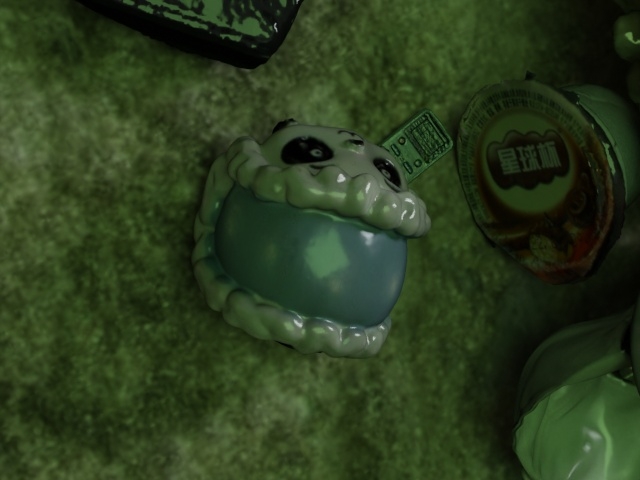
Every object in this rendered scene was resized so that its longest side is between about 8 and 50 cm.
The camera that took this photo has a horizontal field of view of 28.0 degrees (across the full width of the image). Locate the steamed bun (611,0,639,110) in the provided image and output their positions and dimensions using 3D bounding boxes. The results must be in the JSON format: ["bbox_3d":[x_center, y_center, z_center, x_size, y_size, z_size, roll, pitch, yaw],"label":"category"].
[{"bbox_3d":[0.431,-0.217,1.213,0.352,0.247,0.339,-21,96,-47],"label":"steamed bun"}]

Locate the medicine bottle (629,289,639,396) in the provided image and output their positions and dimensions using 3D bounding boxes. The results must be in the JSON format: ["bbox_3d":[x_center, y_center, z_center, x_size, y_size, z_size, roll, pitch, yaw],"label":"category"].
[{"bbox_3d":[0.396,0.060,1.193,0.296,0.111,0.161,-23,114,-50],"label":"medicine bottle"}]

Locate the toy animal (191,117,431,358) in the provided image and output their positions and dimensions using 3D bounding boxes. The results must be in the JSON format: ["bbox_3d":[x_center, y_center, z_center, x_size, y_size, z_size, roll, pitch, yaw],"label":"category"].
[{"bbox_3d":[0.000,0.000,1.175,0.208,0.156,0.204,16,101,-20],"label":"toy animal"}]

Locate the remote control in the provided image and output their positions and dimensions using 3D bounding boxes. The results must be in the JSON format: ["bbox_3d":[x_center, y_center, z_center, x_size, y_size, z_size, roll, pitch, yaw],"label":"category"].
[{"bbox_3d":[0.074,-0.078,1.274,0.124,0.018,0.053,-38,101,-13],"label":"remote control"}]

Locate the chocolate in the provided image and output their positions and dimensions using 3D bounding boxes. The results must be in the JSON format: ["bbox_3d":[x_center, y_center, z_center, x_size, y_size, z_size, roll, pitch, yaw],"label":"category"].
[{"bbox_3d":[0.253,-0.073,1.257,0.147,0.221,0.221,-19,96,-32],"label":"chocolate"}]

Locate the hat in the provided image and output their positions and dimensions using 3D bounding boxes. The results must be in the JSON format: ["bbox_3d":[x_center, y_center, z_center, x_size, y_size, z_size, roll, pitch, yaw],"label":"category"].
[{"bbox_3d":[0.313,0.122,1.298,0.258,0.168,0.301,55,51,-32],"label":"hat"}]

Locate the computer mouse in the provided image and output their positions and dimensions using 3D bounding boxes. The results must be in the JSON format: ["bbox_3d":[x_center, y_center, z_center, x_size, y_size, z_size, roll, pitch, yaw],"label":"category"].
[{"bbox_3d":[-0.139,-0.269,1.167,0.269,0.100,0.170,20,88,-20],"label":"computer mouse"}]
